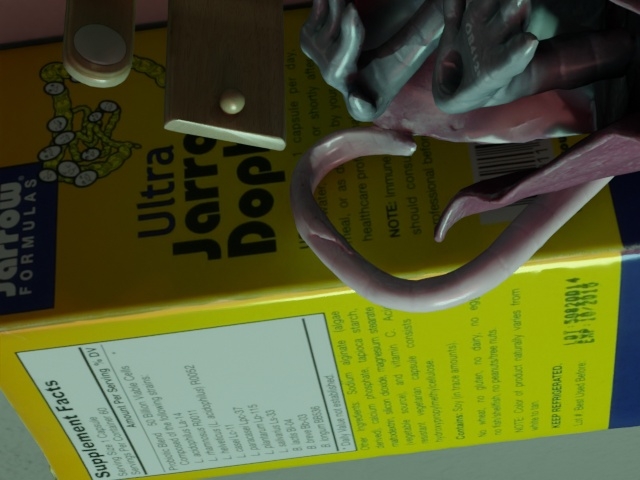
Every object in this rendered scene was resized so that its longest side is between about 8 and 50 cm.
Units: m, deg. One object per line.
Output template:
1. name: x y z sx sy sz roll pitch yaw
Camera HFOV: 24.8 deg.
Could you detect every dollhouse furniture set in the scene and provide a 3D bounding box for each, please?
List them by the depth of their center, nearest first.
1. dollhouse furniture set: -0.064 -0.143 0.632 0.144 0.123 0.151 9 144 -16

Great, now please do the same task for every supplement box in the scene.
1. supplement box: 0.000 0.000 0.834 0.357 0.195 0.194 -7 145 3

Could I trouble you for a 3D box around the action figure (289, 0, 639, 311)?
1. action figure: 0.199 -0.087 0.651 0.370 0.248 0.275 -11 136 -26
